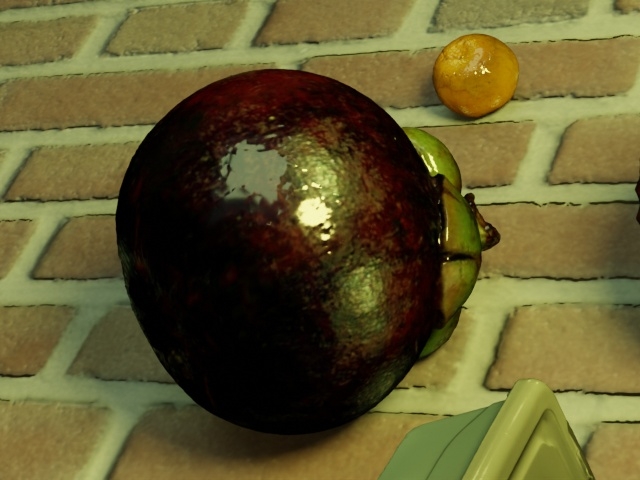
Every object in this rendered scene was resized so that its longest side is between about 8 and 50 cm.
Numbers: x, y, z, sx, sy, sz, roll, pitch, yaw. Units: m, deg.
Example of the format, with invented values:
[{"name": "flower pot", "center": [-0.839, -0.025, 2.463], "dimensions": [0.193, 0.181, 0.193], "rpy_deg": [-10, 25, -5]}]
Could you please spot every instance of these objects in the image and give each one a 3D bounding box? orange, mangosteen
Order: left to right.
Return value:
[{"name": "mangosteen", "center": [-0.014, 0.000, 1.374], "dimensions": [0.300, 0.300, 0.300], "rpy_deg": [-15, 39, 13]}, {"name": "orange", "center": [0.149, -0.158, 1.638], "dimensions": [0.083, 0.070, 0.083], "rpy_deg": [-20, 46, 22]}]

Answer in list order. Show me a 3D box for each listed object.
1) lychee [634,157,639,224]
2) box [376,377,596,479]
[{"name": "lychee", "center": [0.352, -0.037, 1.255], "dimensions": [0.260, 0.260, 0.260], "rpy_deg": [-15, 39, 13]}, {"name": "box", "center": [0.109, 0.213, 1.139], "dimensions": [0.130, 0.162, 0.227], "rpy_deg": [-15, 21, 31]}]
